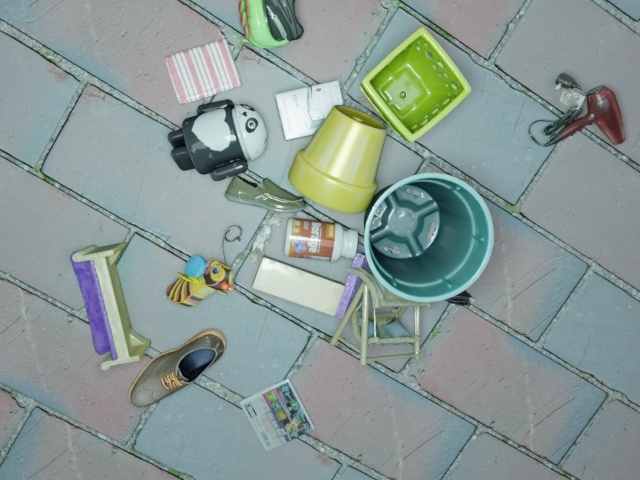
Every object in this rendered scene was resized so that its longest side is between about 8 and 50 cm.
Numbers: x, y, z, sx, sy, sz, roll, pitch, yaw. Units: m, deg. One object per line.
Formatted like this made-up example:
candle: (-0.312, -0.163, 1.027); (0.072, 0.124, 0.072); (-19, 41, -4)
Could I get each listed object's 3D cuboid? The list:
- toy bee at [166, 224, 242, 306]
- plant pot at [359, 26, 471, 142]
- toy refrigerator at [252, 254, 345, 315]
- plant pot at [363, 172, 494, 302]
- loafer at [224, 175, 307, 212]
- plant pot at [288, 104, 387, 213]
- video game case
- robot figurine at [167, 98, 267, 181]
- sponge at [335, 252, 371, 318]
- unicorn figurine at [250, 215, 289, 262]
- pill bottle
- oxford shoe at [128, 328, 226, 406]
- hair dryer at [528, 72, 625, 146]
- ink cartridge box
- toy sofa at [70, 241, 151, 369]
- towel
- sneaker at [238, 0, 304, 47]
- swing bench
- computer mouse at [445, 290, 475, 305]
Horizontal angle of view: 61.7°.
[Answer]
toy bee: (-0.337, 0.111, 1.605); (0.195, 0.162, 0.298); (6, 128, -41)
plant pot: (0.254, -0.434, 1.540); (0.228, 0.207, 0.227); (-41, 100, 3)
toy refrigerator: (-0.070, 0.139, 1.680); (0.270, 0.094, 0.102); (19, 92, -8)
plant pot: (0.271, -0.033, 1.547); (0.342, 0.334, 0.340); (-1, 101, -4)
loafer: (-0.162, -0.143, 1.622); (0.251, 0.094, 0.087); (10, 103, -5)
plant pot: (0.065, -0.240, 1.511); (0.254, 0.254, 0.238); (20, 115, -7)
video game case: (-0.143, 0.581, 1.786); (0.184, 0.023, 0.201); (-26, 99, 1)
robot figurine: (-0.292, -0.292, 1.547); (0.278, 0.173, 0.209); (-15, 108, 0)
sponge: (0.114, 0.139, 1.679); (0.031, 0.117, 0.210); (22, 99, 25)
unicorn figurine: (-0.171, -0.014, 1.649); (0.060, 0.111, 0.162); (41, 110, -19)
pill bottle: (0.000, 0.000, 1.643); (0.216, 0.121, 0.121); (6, 99, -5)
oxford shoe: (-0.462, 0.412, 1.680); (0.364, 0.132, 0.130); (-38, 100, 4)
hair dryer: (0.816, -0.375, 1.668); (0.294, 0.080, 0.223); (20, 114, -1)
ink cartridge box: (-0.028, -0.384, 1.595); (0.191, 0.082, 0.139); (-14, 102, -3)
toy sofa: (-0.653, 0.196, 1.622); (0.177, 0.150, 0.362); (-10, 100, -3)
towel: (-0.345, -0.498, 1.585); (0.197, 0.029, 0.144); (-18, 100, -3)
sneaker: (-0.126, -0.786, 1.494); (0.202, 0.185, 0.482); (-5, 104, -21)
swing bench: (0.194, 0.221, 1.615); (0.253, 0.165, 0.254); (5, 103, -41)
computer mouse: (0.434, 0.077, 1.709); (0.189, 0.072, 0.272); (14, 99, -5)
